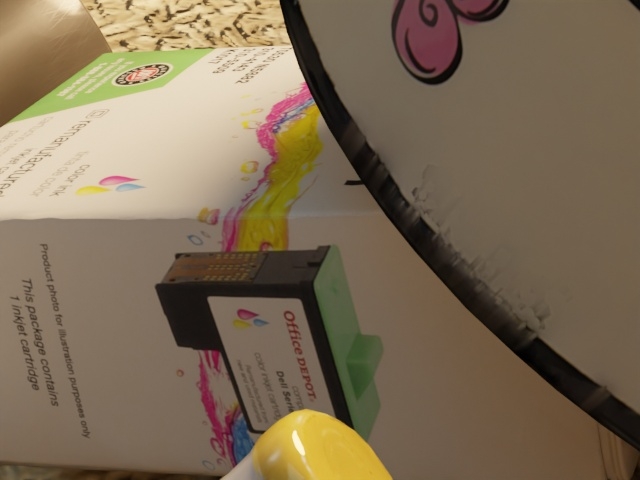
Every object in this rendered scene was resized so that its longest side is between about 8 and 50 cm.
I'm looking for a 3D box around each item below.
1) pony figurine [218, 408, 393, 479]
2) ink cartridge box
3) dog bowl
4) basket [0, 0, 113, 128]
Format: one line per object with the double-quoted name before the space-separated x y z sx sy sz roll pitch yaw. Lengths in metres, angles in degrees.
"pony figurine" -0.112 0.191 0.359 0.363 0.351 0.303 -37 75 15
"ink cartridge box" 0.000 0.000 0.677 0.278 0.117 0.201 0 24 22
"dog bowl" 0.198 -0.097 0.559 0.408 0.150 0.408 16 44 -16
"basket" -0.220 -0.042 0.833 0.227 0.154 0.204 -37 46 -24
